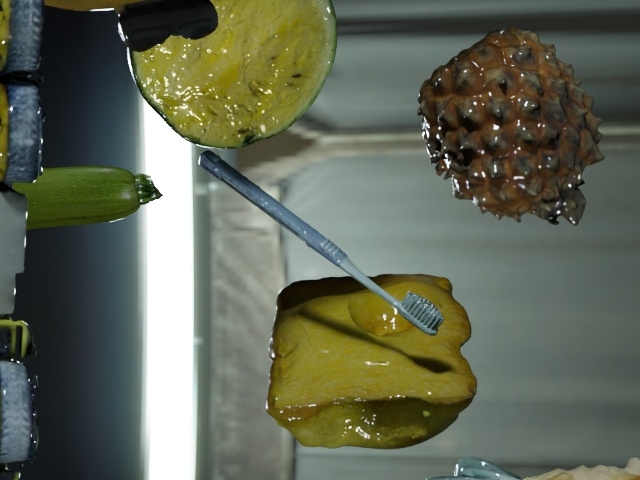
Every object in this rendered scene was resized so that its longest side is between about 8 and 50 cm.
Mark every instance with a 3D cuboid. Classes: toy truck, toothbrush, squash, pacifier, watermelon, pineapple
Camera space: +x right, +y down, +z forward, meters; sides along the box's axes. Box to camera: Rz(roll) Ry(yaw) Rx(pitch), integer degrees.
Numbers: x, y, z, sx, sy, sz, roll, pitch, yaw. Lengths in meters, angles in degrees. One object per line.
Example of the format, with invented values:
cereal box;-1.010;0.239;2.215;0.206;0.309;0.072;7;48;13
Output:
toy truck;-0.201;-0.020;0.795;0.157;0.124;0.272;-152;65;-72
toothbrush;0.000;0.000;1.233;0.019;0.219;0.016;-59;-9;32
squash;-0.297;-0.045;1.777;0.069;0.258;0.069;175;90;-69
pacifier;0.181;0.297;1.794;0.150;0.127;0.116;35;-124;-47
watermelon;-0.089;-0.213;1.673;0.232;0.204;0.127;-61;19;10
pineapple;0.180;-0.093;1.530;0.193;0.166;0.166;53;-165;6

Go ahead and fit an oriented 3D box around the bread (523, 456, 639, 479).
bread;0.199;0.371;1.000;0.390;0.371;0.279;-49;-22;-38

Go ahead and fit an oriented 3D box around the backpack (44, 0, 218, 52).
backpack;-0.185;-0.315;1.209;0.378;0.353;0.201;62;154;26

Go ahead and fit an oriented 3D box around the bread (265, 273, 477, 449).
bread;0.039;0.096;1.332;0.233;0.161;0.088;-87;0;-62
